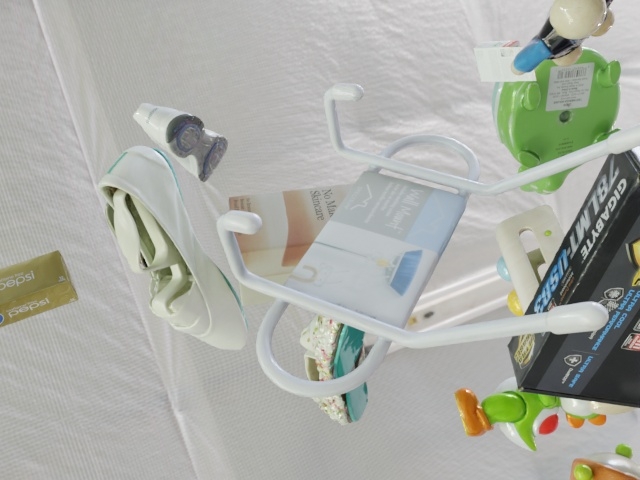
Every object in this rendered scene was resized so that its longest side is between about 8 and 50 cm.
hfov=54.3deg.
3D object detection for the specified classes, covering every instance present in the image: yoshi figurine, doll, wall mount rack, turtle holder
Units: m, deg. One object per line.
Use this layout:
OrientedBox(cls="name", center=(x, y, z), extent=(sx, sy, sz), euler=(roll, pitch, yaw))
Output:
OrientedBox(cls="yoshi figurine", center=(0.468, 0.297, 1.340), extent=(0.361, 0.204, 0.203), euler=(-18, -61, 11))
OrientedBox(cls="doll", center=(0.211, -0.183, 0.510), extent=(0.046, 0.129, 0.189), euler=(47, -153, 7))
OrientedBox(cls="wall mount rack", center=(0.094, -0.020, 0.538), extent=(0.304, 0.131, 0.350), euler=(17, -129, 23))
OrientedBox(cls="turtle holder", center=(0.480, -0.259, 1.289), extent=(0.243, 0.227, 0.320), euler=(-33, -59, 10))

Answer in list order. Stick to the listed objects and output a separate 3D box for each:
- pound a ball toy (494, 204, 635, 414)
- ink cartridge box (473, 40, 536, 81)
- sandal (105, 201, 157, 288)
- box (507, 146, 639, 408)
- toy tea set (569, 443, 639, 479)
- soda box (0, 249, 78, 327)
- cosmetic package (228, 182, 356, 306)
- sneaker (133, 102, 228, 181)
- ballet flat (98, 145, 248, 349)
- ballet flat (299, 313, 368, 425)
OrientedBox(cls="pound a ball toy", center=(0.407, 0.129, 1.074), extent=(0.208, 0.135, 0.319), euler=(48, -154, -42))
OrientedBox(cls="ink cartridge box", center=(0.316, -0.301, 1.048), extent=(0.029, 0.115, 0.063), euler=(-37, -59, -25))
OrientedBox(cls="sandal", center=(-0.319, 0.021, 1.256), extent=(0.120, 0.086, 0.303), euler=(-36, -96, -10))
OrientedBox(cls="box", center=(0.382, 0.057, 0.630), extent=(0.293, 0.296, 0.073), euler=(10, -142, -3))
OrientedBox(cls="toy tea set", center=(0.405, 0.346, 0.771), extent=(0.199, 0.336, 0.124), euler=(18, -108, 26))
OrientedBox(cls="soda box", center=(-0.443, 0.079, 0.876), extent=(0.181, 0.061, 0.058), euler=(-21, -118, -19))
OrientedBox(cls="cosmetic package", center=(0.000, 0.000, 1.061), extent=(0.295, 0.129, 0.153), euler=(-8, -138, -9))
OrientedBox(cls="sneaker", center=(-0.291, -0.219, 1.339), extent=(0.129, 0.297, 0.111), euler=(31, -98, 15))
OrientedBox(cls="ballet flat", center=(-0.250, 0.045, 1.030), extent=(0.139, 0.139, 0.401), euler=(-33, -66, -27))
OrientedBox(cls="ballet flat", center=(0.013, 0.139, 0.750), extent=(0.077, 0.241, 0.091), euler=(19, -135, 24))
